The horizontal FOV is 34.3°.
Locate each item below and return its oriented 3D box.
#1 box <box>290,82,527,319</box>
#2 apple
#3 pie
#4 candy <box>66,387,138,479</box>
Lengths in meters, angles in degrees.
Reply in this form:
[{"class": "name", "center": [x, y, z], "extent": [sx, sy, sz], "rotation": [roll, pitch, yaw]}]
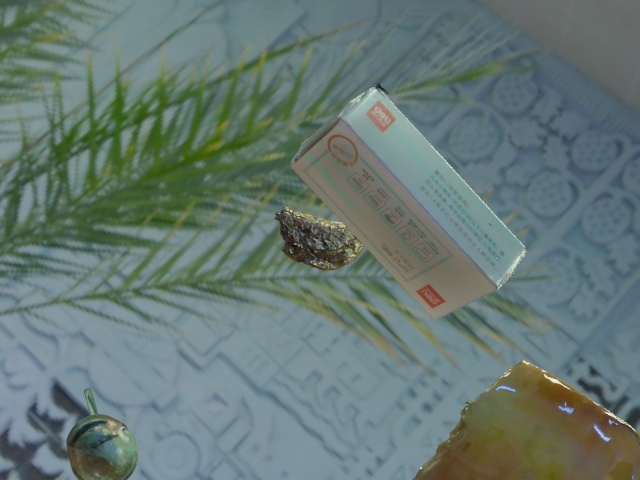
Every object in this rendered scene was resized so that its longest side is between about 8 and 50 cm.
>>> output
[{"class": "box", "center": [0.099, -0.041, 1.197], "extent": [0.269, 0.079, 0.135], "rotation": [46, -35, -5]}, {"class": "apple", "center": [0.196, 0.301, 0.974], "extent": [0.314, 0.309, 0.252], "rotation": [37, -6, -9]}, {"class": "pie", "center": [0.000, 0.000, 1.629], "extent": [0.170, 0.092, 0.034], "rotation": [15, -12, -25]}, {"class": "candy", "center": [-0.198, 0.160, 0.909], "extent": [0.061, 0.061, 0.202], "rotation": [51, -7, -18]}]
